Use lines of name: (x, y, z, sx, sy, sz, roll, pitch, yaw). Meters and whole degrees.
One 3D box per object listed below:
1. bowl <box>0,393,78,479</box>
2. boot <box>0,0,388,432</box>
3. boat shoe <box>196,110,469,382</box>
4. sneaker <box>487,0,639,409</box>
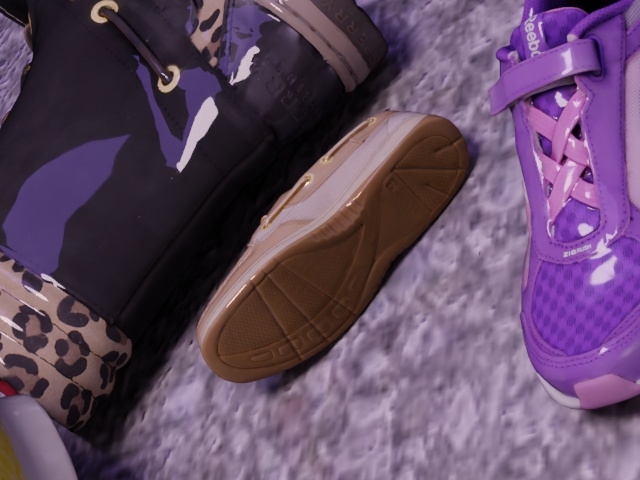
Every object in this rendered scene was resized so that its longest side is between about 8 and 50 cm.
bowl: (-0.199, 0.147, 0.779, 0.156, 0.289, 0.289, -13, 26, -27)
boot: (-0.160, -0.062, 0.982, 0.377, 0.138, 0.284, 23, 74, 46)
boat shoe: (0.000, 0.000, 0.824, 0.170, 0.063, 0.059, -43, 33, -10)
sneaker: (0.115, -0.043, 0.707, 0.095, 0.104, 0.236, -15, 48, 35)
